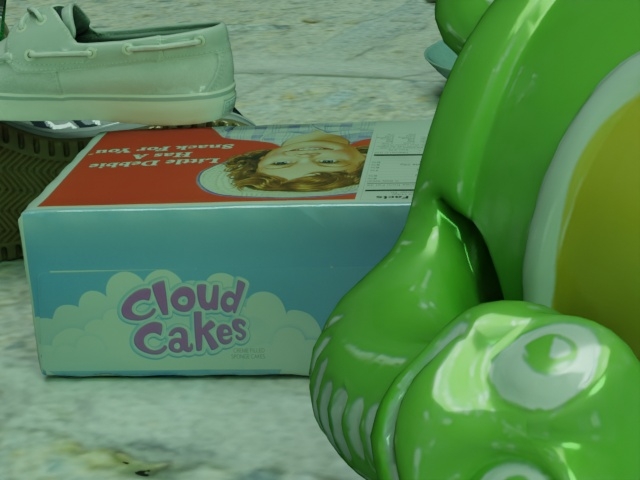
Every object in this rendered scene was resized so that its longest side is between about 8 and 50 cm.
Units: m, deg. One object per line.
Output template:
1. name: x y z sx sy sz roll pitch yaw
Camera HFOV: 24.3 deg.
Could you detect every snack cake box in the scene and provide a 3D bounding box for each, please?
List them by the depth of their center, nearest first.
1. snack cake box: 0.000 0.000 0.751 0.264 0.089 0.152 -1 21 7

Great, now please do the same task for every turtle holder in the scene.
1. turtle holder: 0.150 -0.007 0.465 0.320 0.243 0.227 15 -1 -37

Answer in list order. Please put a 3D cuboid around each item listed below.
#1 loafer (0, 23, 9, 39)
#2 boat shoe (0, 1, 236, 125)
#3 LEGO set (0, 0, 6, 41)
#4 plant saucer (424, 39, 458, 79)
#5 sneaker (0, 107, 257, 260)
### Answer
1. loafer: -0.414 -0.178 1.331 0.269 0.101 0.092 3 17 -11
2. boat shoe: -0.139 -0.101 0.823 0.184 0.063 0.066 5 20 9
3. LEGO set: -0.345 -0.225 1.169 0.255 0.331 0.192 13 17 -15
4. plant saucer: 0.181 -0.137 1.189 0.195 0.037 0.195 -4 19 1
5. sneaker: -0.178 -0.060 0.933 0.282 0.099 0.153 -1 23 -13
